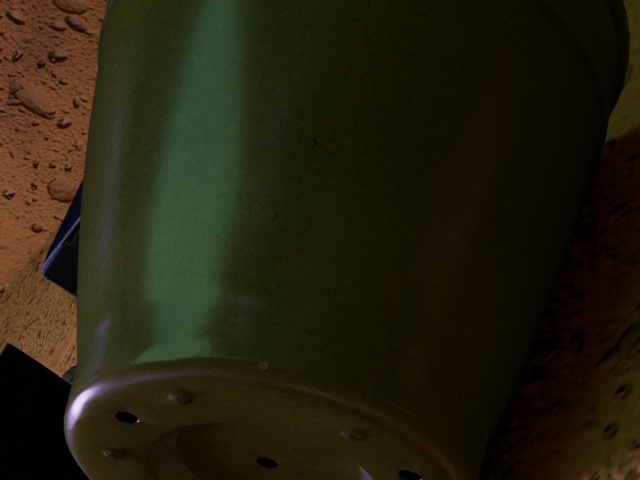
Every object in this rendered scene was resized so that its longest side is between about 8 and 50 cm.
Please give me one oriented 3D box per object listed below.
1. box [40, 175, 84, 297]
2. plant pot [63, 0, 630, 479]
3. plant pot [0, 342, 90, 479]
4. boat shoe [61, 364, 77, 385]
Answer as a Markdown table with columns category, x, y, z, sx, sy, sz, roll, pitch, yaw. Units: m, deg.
| category | x | y | z | sx | sy | sz | roll | pitch | yaw |
| --- | --- | --- | --- | --- | --- | --- | --- | --- | --- |
| box | -0.071 | -0.078 | 1.370 | 0.293 | 0.212 | 0.395 | -52 | 11 | 10 |
| plant pot | 0.000 | 0.000 | 0.929 | 0.366 | 0.366 | 0.353 | -33 | 35 | 46 |
| plant pot | -0.243 | 0.235 | 1.246 | 0.187 | 0.167 | 0.188 | -73 | 8 | -53 |
| boat shoe | -0.176 | 0.136 | 1.432 | 0.116 | 0.123 | 0.324 | -51 | 17 | -11 |
